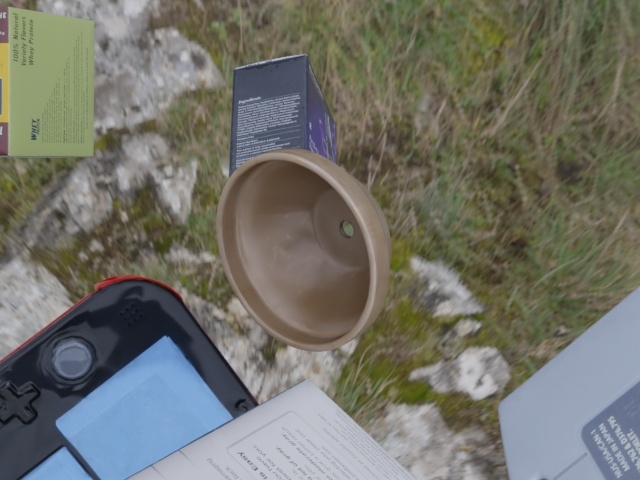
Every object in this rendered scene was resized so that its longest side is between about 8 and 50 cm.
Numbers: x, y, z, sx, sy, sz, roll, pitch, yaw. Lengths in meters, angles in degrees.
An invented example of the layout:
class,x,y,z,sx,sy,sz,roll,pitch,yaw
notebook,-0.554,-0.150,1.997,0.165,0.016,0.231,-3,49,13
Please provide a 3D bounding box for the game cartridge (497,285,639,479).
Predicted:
class,x,y,z,sx,sy,sz,roll,pitch,yaw
game cartridge,0.206,0.151,0.648,0.198,0.062,0.297,-46,44,21

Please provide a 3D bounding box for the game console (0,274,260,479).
class,x,y,z,sx,sy,sz,roll,pitch,yaw
game console,-0.207,0.261,1.392,0.342,0.060,0.387,-39,111,-12

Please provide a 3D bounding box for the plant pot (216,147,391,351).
class,x,y,z,sx,sy,sz,roll,pitch,yaw
plant pot,0.000,0.000,1.564,0.109,0.237,0.237,-26,77,-46

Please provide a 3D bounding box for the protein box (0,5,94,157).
class,x,y,z,sx,sy,sz,roll,pitch,yaw
protein box,-0.427,-0.216,1.887,0.135,0.201,0.200,3,94,24

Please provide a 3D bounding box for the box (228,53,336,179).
class,x,y,z,sx,sy,sz,roll,pitch,yaw
box,-0.048,-0.120,1.817,0.108,0.153,0.207,-10,53,13

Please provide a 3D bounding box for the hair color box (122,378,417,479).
class,x,y,z,sx,sy,sz,roll,pitch,yaw
hair color box,-0.058,0.240,1.016,0.174,0.347,0.105,42,117,16
